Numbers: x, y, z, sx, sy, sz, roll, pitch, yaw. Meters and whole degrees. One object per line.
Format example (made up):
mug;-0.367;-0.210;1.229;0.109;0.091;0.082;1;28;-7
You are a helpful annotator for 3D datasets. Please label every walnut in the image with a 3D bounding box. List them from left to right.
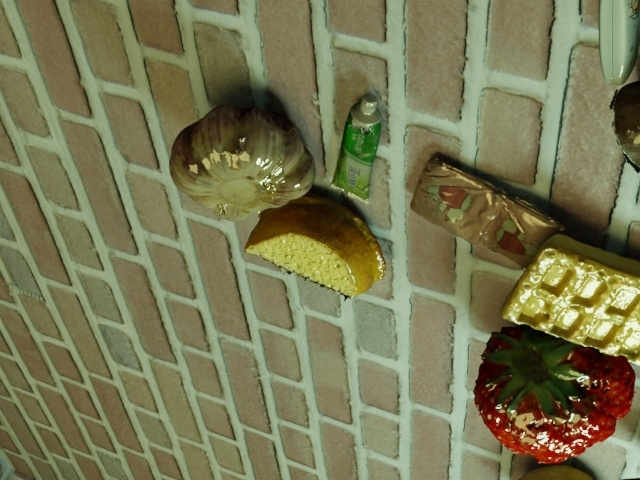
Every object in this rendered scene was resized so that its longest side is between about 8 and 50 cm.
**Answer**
walnut;0.487;0.558;2.050;0.193;0.193;0.226;33;148;-3

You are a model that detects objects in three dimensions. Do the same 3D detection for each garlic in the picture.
garlic;-0.131;-0.140;1.668;0.244;0.161;0.245;0;147;0

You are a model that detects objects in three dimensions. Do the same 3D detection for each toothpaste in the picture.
toothpaste;0.062;-0.145;1.611;0.078;0.047;0.248;26;147;10

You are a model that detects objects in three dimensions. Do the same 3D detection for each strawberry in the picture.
strawberry;0.403;0.274;1.715;0.250;0.239;0.288;21;160;35

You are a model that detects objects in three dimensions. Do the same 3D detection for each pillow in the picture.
pillow;0.265;-0.042;1.586;0.248;0.049;0.135;27;144;12

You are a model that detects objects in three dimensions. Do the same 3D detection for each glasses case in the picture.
glasses case;0.365;-0.270;1.215;0.045;0.067;0.178;13;141;27

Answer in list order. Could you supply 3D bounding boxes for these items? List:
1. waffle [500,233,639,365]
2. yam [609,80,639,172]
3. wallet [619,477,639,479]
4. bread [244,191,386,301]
waffle;0.436;0.092;1.551;0.274;0.057;0.168;18;131;-5
yam;0.507;-0.154;1.209;0.279;0.131;0.131;-4;132;38
wallet;0.677;0.487;1.761;0.262;0.221;0.071;28;110;48
bread;-0.004;-0.008;1.756;0.260;0.129;0.134;22;137;11
